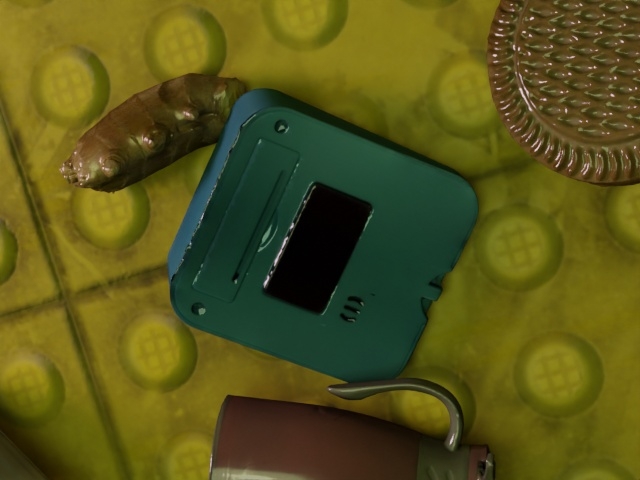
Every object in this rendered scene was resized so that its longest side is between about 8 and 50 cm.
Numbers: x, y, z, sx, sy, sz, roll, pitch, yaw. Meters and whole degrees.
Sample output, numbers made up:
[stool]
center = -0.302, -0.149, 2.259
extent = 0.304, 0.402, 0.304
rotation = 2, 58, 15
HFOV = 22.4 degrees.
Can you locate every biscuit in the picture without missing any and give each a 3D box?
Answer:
[biscuit]
center = 0.275, -0.170, 1.427
extent = 0.259, 0.079, 0.259
rotation = -4, 82, 27

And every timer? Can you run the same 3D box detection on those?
[timer]
center = 0.000, 0.000, 1.547
extent = 0.250, 0.091, 0.232
rotation = 23, 103, -13

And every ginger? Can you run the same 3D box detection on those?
[ginger]
center = -0.170, -0.102, 1.558
extent = 0.205, 0.115, 0.081
rotation = -28, 75, 13

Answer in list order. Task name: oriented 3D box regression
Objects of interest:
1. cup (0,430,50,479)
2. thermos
[cup]
center = -0.399, 0.267, 1.639
extent = 0.221, 0.167, 0.202
rotation = -42, 83, -7
[thermos]
center = 0.034, 0.217, 1.547
extent = 0.265, 0.146, 0.176
rotation = 2, 101, 6
